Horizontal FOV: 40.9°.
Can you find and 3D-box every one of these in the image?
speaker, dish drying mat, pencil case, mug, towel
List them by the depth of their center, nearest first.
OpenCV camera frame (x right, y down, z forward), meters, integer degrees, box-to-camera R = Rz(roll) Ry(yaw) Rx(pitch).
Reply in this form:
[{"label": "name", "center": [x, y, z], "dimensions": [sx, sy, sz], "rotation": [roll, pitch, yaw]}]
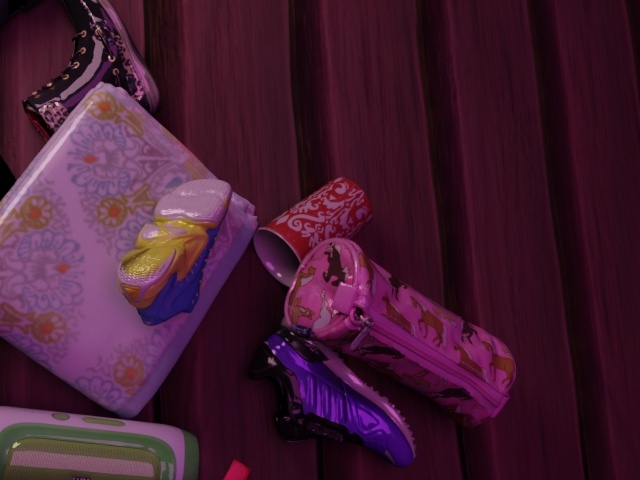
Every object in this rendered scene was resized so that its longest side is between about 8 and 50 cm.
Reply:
[{"label": "speaker", "center": [-0.317, 0.294, 1.129], "dimensions": [0.296, 0.131, 0.131], "rotation": [11, 74, -20]}, {"label": "towel", "center": [-0.284, 0.010, 1.189], "dimensions": [0.320, 0.090, 0.374], "rotation": [43, 62, -26]}, {"label": "dish drying mat", "center": [-0.134, 0.365, 1.255], "dimensions": [0.032, 0.008, 0.083], "rotation": [35, 68, -11]}, {"label": "pencil case", "center": [0.127, 0.143, 1.276], "dimensions": [0.386, 0.160, 0.167], "rotation": [33, 47, -34]}, {"label": "mug", "center": [-0.007, -0.006, 1.354], "dimensions": [0.113, 0.150, 0.169], "rotation": [34, 57, 27]}]

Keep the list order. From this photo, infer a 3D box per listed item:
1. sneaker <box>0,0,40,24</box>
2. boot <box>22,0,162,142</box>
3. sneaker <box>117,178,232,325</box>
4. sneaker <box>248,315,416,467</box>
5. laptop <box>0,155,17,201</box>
[{"label": "sneaker", "center": [-0.454, -0.380, 1.219], "dimensions": [0.127, 0.126, 0.321], "rotation": [24, 69, -11]}, {"label": "boot", "center": [-0.360, -0.254, 1.248], "dimensions": [0.178, 0.085, 0.236], "rotation": [-36, 102, -26]}, {"label": "sneaker", "center": [-0.192, 0.019, 1.167], "dimensions": [0.091, 0.126, 0.240], "rotation": [16, 43, 21]}, {"label": "sneaker", "center": [0.007, 0.261, 1.294], "dimensions": [0.293, 0.102, 0.146], "rotation": [45, 69, -2]}, {"label": "laptop", "center": [-0.620, -0.026, 1.131], "dimensions": [0.382, 0.236, 0.408], "rotation": [-38, 123, -25]}]
